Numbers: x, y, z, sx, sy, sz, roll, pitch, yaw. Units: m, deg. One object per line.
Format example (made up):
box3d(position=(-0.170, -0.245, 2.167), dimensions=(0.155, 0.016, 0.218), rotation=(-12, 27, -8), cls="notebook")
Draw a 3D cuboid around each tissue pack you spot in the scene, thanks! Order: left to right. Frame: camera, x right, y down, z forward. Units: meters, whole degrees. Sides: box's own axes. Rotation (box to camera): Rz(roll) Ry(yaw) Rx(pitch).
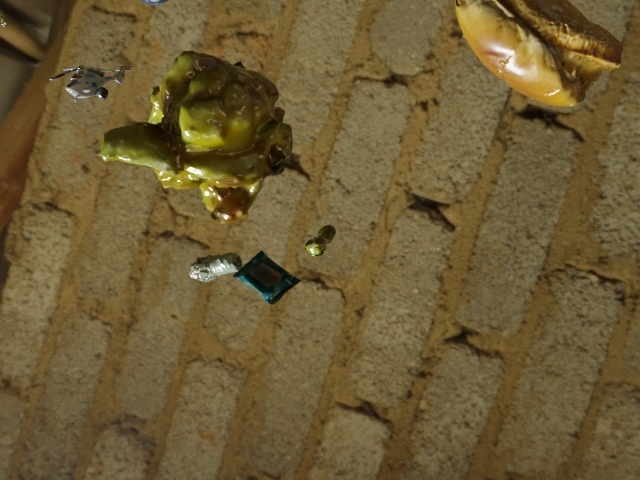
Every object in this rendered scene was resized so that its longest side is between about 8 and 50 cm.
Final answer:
box3d(position=(-0.111, 0.079, 1.160), dimensions=(0.085, 0.138, 0.028), rotation=(-40, -40, -19), cls="tissue pack")

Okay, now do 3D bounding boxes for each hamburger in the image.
box3d(position=(0.386, -0.378, 1.040), dimensions=(0.170, 0.314, 0.290), rotation=(-51, -11, 27), cls="hamburger")

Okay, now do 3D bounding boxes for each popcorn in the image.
box3d(position=(-0.226, -0.213, 1.081), dimensions=(0.321, 0.326, 0.290), rotation=(29, -102, -38), cls="popcorn")

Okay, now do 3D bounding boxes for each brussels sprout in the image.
box3d(position=(0.001, -0.001, 1.300), dimensions=(0.083, 0.046, 0.051), rotation=(-55, 14, 8), cls="brussels sprout")

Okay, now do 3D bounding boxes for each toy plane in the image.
box3d(position=(-0.716, -0.505, 1.792), dimensions=(0.273, 0.182, 0.107), rotation=(-90, -2, -71), cls="toy plane")

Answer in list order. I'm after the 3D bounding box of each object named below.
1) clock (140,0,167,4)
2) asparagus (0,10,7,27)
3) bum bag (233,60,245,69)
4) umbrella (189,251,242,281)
box3d(position=(-0.530, -0.887, 1.826), dimensions=(0.243, 0.200, 0.146), rotation=(-67, 23, 3), cls="clock")
box3d(position=(-0.742, -0.519, 1.309), dimensions=(0.114, 0.015, 0.014), rotation=(180, 72, -72), cls="asparagus")
box3d(position=(-0.287, -0.425, 1.562), dimensions=(0.049, 0.198, 0.087), rotation=(4, -111, -61), cls="bum bag")
box3d(position=(-0.248, 0.061, 1.311), dimensions=(0.067, 0.143, 0.062), rotation=(20, -123, -57), cls="umbrella")
